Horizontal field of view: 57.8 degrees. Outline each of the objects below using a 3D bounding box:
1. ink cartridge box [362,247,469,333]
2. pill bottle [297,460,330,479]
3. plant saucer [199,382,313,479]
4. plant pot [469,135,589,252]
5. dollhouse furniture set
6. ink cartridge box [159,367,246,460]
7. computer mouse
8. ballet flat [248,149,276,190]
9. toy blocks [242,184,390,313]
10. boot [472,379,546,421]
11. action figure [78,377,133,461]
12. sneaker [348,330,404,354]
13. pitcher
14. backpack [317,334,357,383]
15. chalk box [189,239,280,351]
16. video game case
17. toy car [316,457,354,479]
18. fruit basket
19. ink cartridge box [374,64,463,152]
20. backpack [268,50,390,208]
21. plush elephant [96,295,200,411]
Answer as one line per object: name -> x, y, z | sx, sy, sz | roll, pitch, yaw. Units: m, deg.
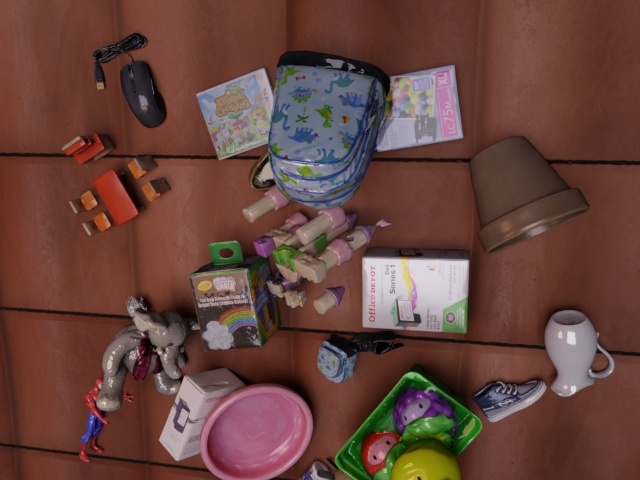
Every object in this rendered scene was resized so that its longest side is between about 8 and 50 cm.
ink cartridge box -> 0.252, 0.131, 1.554 | 0.277, 0.117, 0.202 | 1, 102, 12
pill bottle -> -0.029, 0.735, 1.764 | 0.067, 0.067, 0.120 | 39, 106, 2
plant saucer -> -0.188, 0.550, 1.692 | 0.331, 0.084, 0.333 | -7, 113, -18
plant pot -> 0.478, -0.122, 1.409 | 0.262, 0.263, 0.230 | -24, 77, 15
dollhouse furniture set -> -0.613, -0.170, 1.662 | 0.261, 0.135, 0.259 | -28, 95, 16
ink cartridge box -> -0.349, 0.509, 1.720 | 0.100, 0.171, 0.237 | 33, 108, 32
computer mouse -> -0.552, -0.437, 1.634 | 0.183, 0.060, 0.262 | -12, 98, 13
ballet flat -> -0.068, -0.243, 1.530 | 0.342, 0.124, 0.116 | -38, 102, 19
toy blocks -> 0.000, 0.000, 1.538 | 0.288, 0.260, 0.309 | 21, 136, 44
boot -> 0.514, 0.417, 1.584 | 0.190, 0.069, 0.086 | -39, 95, 18
action figure -> -0.691, 0.577, 1.859 | 0.138, 0.091, 0.281 | 13, 105, 16
sneaker -> 0.151, 0.290, 1.623 | 0.170, 0.089, 0.051 | -15, 98, 14
pitcher -> 0.676, 0.283, 1.508 | 0.177, 0.125, 0.207 | -15, 110, -6
backpack -> 0.043, 0.346, 1.651 | 0.105, 0.084, 0.115 | 24, 119, 40
chalk box -> -0.240, 0.140, 1.629 | 0.180, 0.179, 0.289 | -6, 99, 14
video game case -> -0.217, -0.346, 1.602 | 0.212, 0.023, 0.194 | -17, 98, 15
toy car -> 0.072, 0.729, 1.705 | 0.188, 0.155, 0.149 | 39, 106, 11
fruit basket -> 0.238, 0.555, 1.519 | 0.282, 0.392, 0.392 | 36, 106, 2
ink cartridge box -> 0.202, -0.330, 1.501 | 0.310, 0.065, 0.186 | -7, 99, 15
backpack -> 0.001, -0.253, 1.344 | 0.289, 0.273, 0.356 | 12, 86, 3
plush elephant -> -0.464, 0.305, 1.662 | 0.255, 0.271, 0.330 | -16, 73, 39
